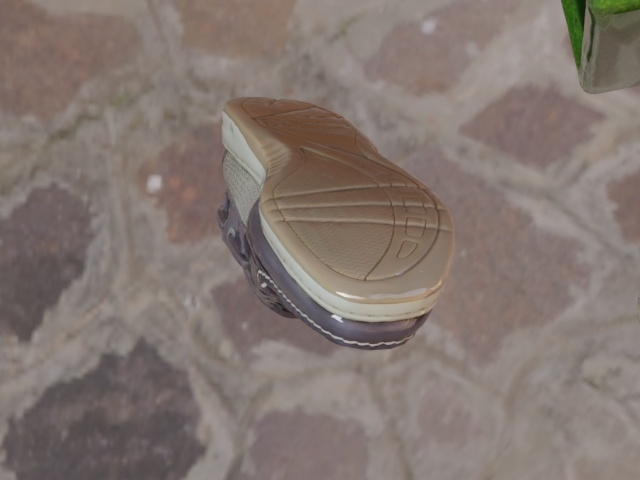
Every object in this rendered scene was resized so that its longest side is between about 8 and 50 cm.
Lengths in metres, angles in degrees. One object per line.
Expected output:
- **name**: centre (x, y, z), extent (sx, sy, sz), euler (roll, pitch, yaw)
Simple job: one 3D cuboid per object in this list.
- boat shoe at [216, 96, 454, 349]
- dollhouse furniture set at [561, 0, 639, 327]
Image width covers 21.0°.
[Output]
- **boat shoe**: centre (0.000, 0.000, 0.957), extent (0.103, 0.092, 0.285), euler (0, 23, -17)
- **dollhouse furniture set**: centre (0.178, -0.014, 0.448), extent (0.197, 0.151, 0.301), euler (-13, 83, 6)
